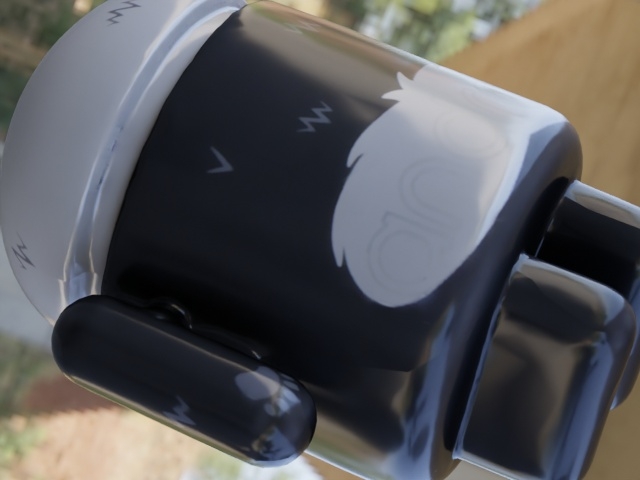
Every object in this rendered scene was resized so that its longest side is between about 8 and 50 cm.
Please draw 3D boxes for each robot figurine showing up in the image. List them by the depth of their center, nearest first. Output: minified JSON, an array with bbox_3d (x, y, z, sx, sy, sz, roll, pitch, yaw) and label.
[{"bbox_3d":[0.000,0.001,0.798,0.173,0.278,0.209,-67,166,0],"label":"robot figurine"}]
